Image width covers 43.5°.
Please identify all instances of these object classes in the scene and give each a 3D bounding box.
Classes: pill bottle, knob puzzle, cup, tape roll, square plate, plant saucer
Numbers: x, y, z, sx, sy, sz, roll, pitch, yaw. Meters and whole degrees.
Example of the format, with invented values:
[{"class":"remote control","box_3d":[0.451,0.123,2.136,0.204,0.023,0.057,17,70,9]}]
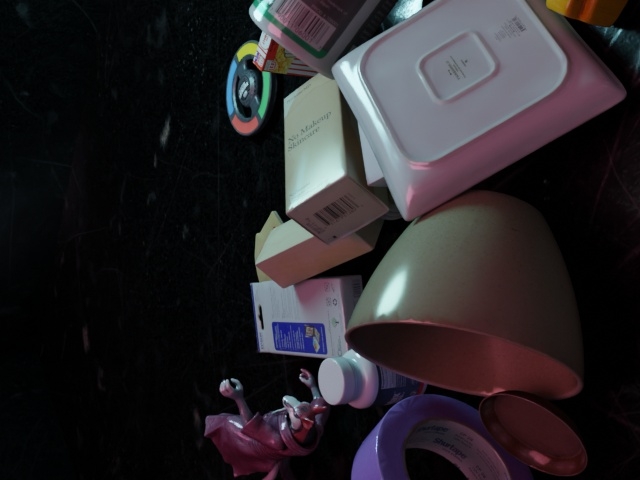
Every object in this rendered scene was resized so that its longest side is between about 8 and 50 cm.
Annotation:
[{"class":"pill bottle","box_3d":[0.092,0.242,1.425,0.108,0.180,0.108,1,92,57]},{"class":"knob puzzle","box_3d":[-0.091,0.056,1.826,0.213,0.030,0.213,21,117,48]},{"class":"pill bottle","box_3d":[0.057,-0.476,1.372,0.361,0.204,0.204,-51,46,15]},{"class":"cup","box_3d":[0.220,0.068,1.152,0.331,0.331,0.237,-18,52,55]},{"class":"tape roll","box_3d":[0.187,0.370,1.198,0.090,0.274,0.275,-58,45,38]},{"class":"square plate","box_3d":[0.205,-0.246,1.180,0.344,0.049,0.347,-30,55,12]},{"class":"plant saucer","box_3d":[0.311,0.274,1.164,0.168,0.029,0.168,29,145,23]}]

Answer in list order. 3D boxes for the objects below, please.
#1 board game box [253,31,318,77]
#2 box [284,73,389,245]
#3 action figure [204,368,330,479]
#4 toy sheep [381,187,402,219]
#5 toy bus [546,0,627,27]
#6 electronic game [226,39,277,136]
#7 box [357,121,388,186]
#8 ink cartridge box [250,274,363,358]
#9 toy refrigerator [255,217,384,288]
[{"class":"board game box","box_3d":[-0.021,-0.397,1.575,0.045,0.193,0.147,53,133,42]},{"class":"box","box_3d":[0.023,-0.162,1.459,0.148,0.121,0.311,-32,41,27]},{"class":"action figure","box_3d":[-0.101,0.415,1.661,0.370,0.248,0.276,-31,66,55]},{"class":"toy sheep","box_3d":[0.129,-0.079,1.455,0.132,0.091,0.091,104,158,-76]},{"class":"toy bus","box_3d":[0.410,-0.432,1.002,0.130,0.108,0.333,44,125,45]},{"class":"electronic game","box_3d":[-0.170,-0.365,1.930,0.229,0.048,0.229,1,91,56]},{"class":"box","box_3d":[0.160,-0.160,1.324,0.091,0.170,0.130,-26,68,55]},{"class":"ink cartridge box","box_3d":[-0.029,0.160,1.690,0.332,0.065,0.165,-5,92,52]},{"class":"toy refrigerator","box_3d":[0.000,0.000,1.578,0.269,0.094,0.102,-25,32,43]}]
